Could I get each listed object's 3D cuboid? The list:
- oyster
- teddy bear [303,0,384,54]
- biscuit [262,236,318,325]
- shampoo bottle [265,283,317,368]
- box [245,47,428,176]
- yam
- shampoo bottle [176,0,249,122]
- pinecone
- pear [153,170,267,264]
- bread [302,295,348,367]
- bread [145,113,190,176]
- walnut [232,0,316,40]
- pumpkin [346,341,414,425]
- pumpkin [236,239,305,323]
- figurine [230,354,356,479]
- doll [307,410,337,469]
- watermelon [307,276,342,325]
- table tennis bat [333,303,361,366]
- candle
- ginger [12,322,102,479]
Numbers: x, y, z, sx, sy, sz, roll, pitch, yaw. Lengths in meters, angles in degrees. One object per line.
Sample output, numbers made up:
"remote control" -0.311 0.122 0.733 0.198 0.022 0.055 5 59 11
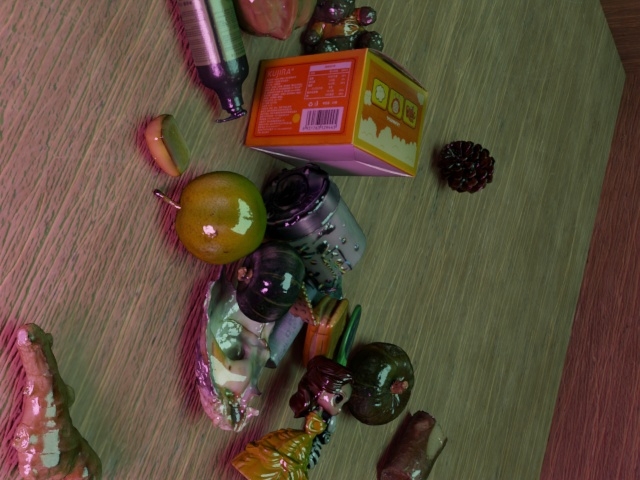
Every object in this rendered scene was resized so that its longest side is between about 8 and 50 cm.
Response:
"oyster" -0.183 0.210 1.451 0.275 0.100 0.271 56 48 -14
"teddy bear" 0.040 -0.501 1.647 0.140 0.177 0.190 -113 -174 -63
"biscuit" -0.079 0.082 1.538 0.016 0.144 0.203 -33 118 -32
"shampoo bottle" -0.075 0.187 1.618 0.214 0.072 0.072 -57 134 -32
"box" 0.038 -0.266 1.536 0.260 0.284 0.213 15 83 -53
"yam" 0.269 0.620 2.074 0.238 0.129 0.128 -46 163 -39
"shampoo bottle" -0.196 -0.367 1.368 0.101 0.101 0.283 -38 122 -44
"pinecone" 0.428 -0.229 2.159 0.165 0.163 0.162 26 73 -44
"pear" -0.210 -0.047 1.356 0.216 0.166 0.180 12 97 -21
"bread" 0.008 0.220 1.682 0.116 0.077 0.200 -64 169 -46
"bread" -0.284 -0.172 1.312 0.115 0.056 0.082 69 25 -47
"walnut" -0.103 -0.514 1.405 0.198 0.198 0.244 -35 117 -45
"pumpkin" 0.167 0.371 1.881 0.219 0.162 0.218 -6 98 -48
"pumpkin" -0.100 0.078 1.409 0.125 0.167 0.167 32 61 -5
"figurine" -0.031 0.404 1.557 0.315 0.168 0.187 -51 124 -16
"doll" -0.009 0.476 1.734 0.091 0.067 0.219 84 28 -60
"watermelon" 0.021 0.128 1.755 0.094 0.081 0.180 25 78 -78
"table tennis bat" 0.057 0.276 1.772 0.160 0.039 0.257 89 22 -59
"candle" 0.000 0.000 1.595 0.187 0.187 0.330 -59 134 -30
"ginger" -0.432 0.281 1.146 0.148 0.081 0.333 -28 116 -53
